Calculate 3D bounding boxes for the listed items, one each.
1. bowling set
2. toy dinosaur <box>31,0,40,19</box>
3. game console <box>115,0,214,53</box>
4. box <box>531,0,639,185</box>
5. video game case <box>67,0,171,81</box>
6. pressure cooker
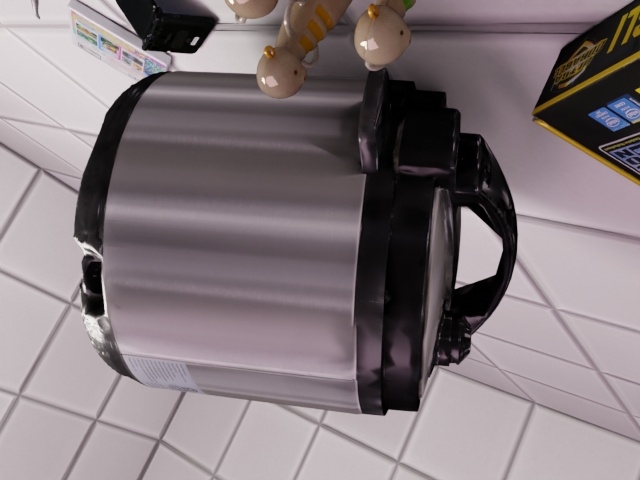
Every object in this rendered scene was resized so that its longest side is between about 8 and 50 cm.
[{"bbox_3d":[0.036,-0.196,0.455,0.199,0.154,0.287,22,167,19],"label":"bowling set"},{"bbox_3d":[-0.287,-0.337,0.682,0.160,0.121,0.313,21,169,-42],"label":"toy dinosaur"},{"bbox_3d":[-0.197,-0.287,0.860,0.107,0.071,0.122,-1,178,-22],"label":"game console"},{"bbox_3d":[0.338,-0.094,0.455,0.257,0.079,0.322,30,167,-10],"label":"box"},{"bbox_3d":[-0.305,-0.290,1.044,0.157,0.019,0.143,30,166,-12],"label":"video game case"},{"bbox_3d":[-0.001,0.006,0.762,0.420,0.376,0.370,5,-173,11],"label":"pressure cooker"}]
